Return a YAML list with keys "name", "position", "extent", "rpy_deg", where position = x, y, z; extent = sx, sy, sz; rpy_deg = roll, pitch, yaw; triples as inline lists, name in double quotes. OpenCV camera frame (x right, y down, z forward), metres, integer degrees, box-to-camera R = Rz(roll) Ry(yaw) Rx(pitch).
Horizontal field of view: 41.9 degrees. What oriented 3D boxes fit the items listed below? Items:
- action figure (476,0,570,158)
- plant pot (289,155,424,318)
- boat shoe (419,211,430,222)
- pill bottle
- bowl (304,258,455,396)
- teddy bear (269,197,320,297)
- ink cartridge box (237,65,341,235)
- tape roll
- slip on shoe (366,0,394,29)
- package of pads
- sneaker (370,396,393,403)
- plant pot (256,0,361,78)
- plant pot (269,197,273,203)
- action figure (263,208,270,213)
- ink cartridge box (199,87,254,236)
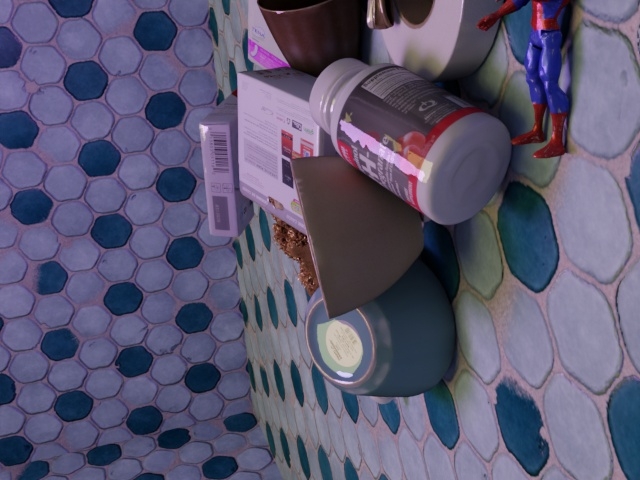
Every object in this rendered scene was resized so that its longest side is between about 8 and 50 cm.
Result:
- name: "action figure"
  position: [0.252, -0.243, 1.054]
  extent: [0.091, 0.139, 0.281]
  rpy_deg: [-129, 35, -59]
- name: "plant pot"
  position: [0.071, -0.023, 1.448]
  extent: [0.284, 0.190, 0.284]
  rpy_deg: [167, 90, -88]
- name: "boat shoe"
  position: [0.181, -0.178, 1.475]
  extent: [0.112, 0.095, 0.335]
  rpy_deg: [80, 176, -58]
- name: "pill bottle"
  position: [0.127, -0.171, 1.309]
  extent: [0.318, 0.176, 0.176]
  rpy_deg: [39, 141, 40]
- name: "bowl"
  position: [0.088, 0.173, 1.615]
  extent: [0.311, 0.163, 0.312]
  rpy_deg: [10, 105, 41]
- name: "teddy bear"
  position: [0.000, 0.000, 1.878]
  extent: [0.338, 0.245, 0.113]
  rpy_deg: [56, -140, -30]
- name: "ink cartridge box"
  position: [-0.040, -0.184, 1.693]
  extent: [0.309, 0.130, 0.272]
  rpy_deg: [34, 129, 47]
- name: "tape roll"
  position: [0.172, -0.446, 1.326]
  extent: [0.392, 0.072, 0.392]
  rpy_deg: [170, 90, -76]
- name: "slip on shoe"
  position: [0.103, -0.420, 1.389]
  extent: [0.041, 0.051, 0.135]
  rpy_deg: [11, 107, 31]
- name: "package of pads"
  position: [-0.074, -0.522, 1.991]
  extent: [0.229, 0.101, 0.297]
  rpy_deg: [39, 143, 31]
- name: "sneaker"
  position: [0.132, 0.232, 1.838]
  extent: [0.152, 0.114, 0.305]
  rpy_deg: [-137, 39, -68]
- name: "plant pot"
  position: [0.001, -0.429, 1.774]
  extent: [0.215, 0.215, 0.230]
  rpy_deg: [-121, 11, -54]
- name: "plant pot"
  position: [-0.100, -0.194, 2.232]
  extent: [0.187, 0.166, 0.188]
  rpy_deg: [-95, 1, -62]
- name: "action figure"
  position: [0.024, -0.132, 1.993]
  extent: [0.275, 0.248, 0.370]
  rpy_deg: [0, 115, 35]
- name: "ink cartridge box"
  position: [-0.208, -0.228, 2.238]
  extent: [0.385, 0.091, 0.308]
  rpy_deg: [-61, -28, -60]
